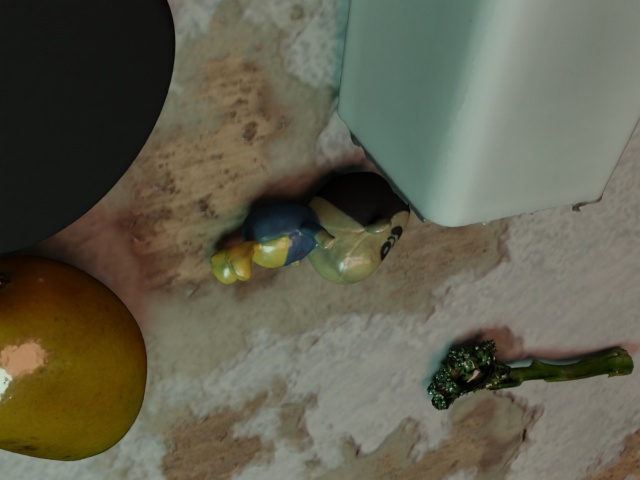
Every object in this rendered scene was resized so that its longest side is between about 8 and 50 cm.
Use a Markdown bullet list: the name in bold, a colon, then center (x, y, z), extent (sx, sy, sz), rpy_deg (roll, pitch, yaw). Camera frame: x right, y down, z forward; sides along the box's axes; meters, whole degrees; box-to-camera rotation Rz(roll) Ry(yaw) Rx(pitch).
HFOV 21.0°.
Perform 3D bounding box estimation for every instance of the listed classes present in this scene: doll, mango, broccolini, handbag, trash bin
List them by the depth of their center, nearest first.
- **handbag**: center (-0.226, -0.102, 1.126), extent (0.308, 0.093, 0.253), rpy_deg (6, 118, -59)
- **trash bin**: center (0.134, -0.205, 1.266), extent (0.296, 0.256, 0.367), rpy_deg (-12, 135, -30)
- **mango**: center (-0.208, 0.092, 1.312), extent (0.151, 0.120, 0.221), rpy_deg (-47, 142, 8)
- **doll**: center (0.000, 0.000, 1.416), extent (0.179, 0.102, 0.089), rpy_deg (-24, 92, -18)
- **broccolini**: center (0.206, 0.121, 1.688), extent (0.254, 0.071, 0.057), rpy_deg (-6, 82, -40)
